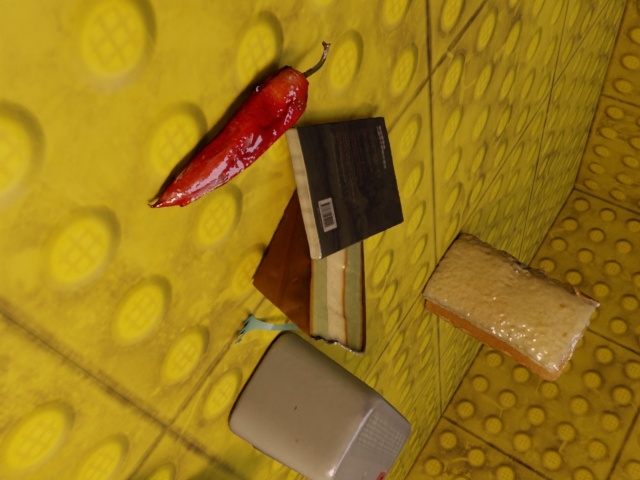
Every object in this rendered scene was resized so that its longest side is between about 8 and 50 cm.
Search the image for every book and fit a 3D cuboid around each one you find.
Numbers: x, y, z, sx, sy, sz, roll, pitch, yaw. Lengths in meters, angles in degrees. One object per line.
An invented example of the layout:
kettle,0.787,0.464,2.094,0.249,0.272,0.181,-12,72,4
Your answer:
book,0.040,-0.077,0.830,0.228,0.024,0.160,-22,102,-56

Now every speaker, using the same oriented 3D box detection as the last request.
speaker,0.022,0.312,1.084,0.183,0.184,0.406,-58,155,-11

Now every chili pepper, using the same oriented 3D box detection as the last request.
chili pepper,-0.067,-0.114,0.645,0.268,0.050,0.059,-49,168,-26

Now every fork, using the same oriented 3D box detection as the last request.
fork,-0.066,0.125,0.926,0.039,0.021,0.235,-62,157,7

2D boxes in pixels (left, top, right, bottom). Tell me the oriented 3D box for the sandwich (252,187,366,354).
sandwich,0.021,0.023,0.807,0.117,0.144,0.188,26,91,-45

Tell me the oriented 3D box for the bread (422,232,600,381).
bread,0.466,0.152,1.574,0.237,0.375,0.165,-51,155,-17
